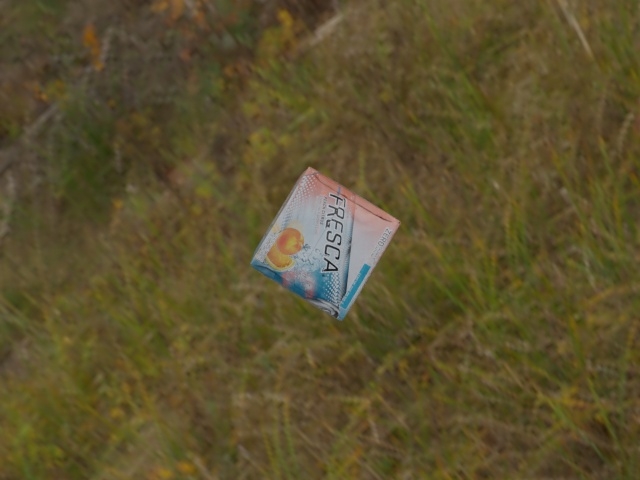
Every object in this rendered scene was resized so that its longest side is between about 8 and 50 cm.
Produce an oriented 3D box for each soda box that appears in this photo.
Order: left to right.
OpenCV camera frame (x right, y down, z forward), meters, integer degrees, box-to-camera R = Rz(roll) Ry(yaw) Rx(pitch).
[{"bbox_3d":[0.000,0.000,0.898,0.058,0.183,0.063,31,90,-2],"label":"soda box"}]
